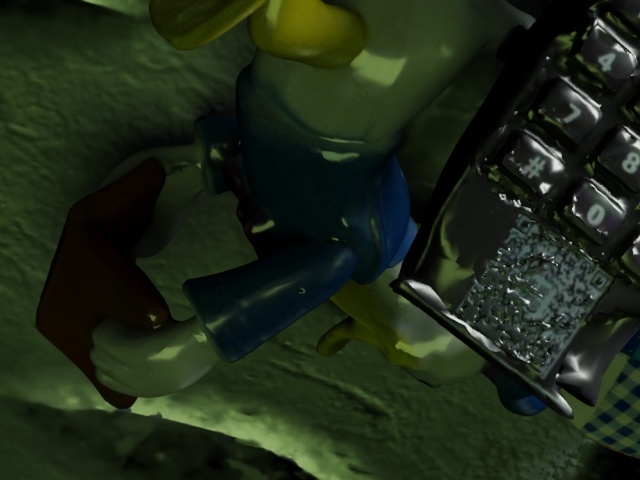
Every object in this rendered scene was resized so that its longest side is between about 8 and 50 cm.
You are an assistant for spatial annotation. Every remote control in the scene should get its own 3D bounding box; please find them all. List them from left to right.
[{"bbox_3d":[0.180,-0.114,0.844,0.144,0.062,0.399,36,86,-22],"label":"remote control"}]

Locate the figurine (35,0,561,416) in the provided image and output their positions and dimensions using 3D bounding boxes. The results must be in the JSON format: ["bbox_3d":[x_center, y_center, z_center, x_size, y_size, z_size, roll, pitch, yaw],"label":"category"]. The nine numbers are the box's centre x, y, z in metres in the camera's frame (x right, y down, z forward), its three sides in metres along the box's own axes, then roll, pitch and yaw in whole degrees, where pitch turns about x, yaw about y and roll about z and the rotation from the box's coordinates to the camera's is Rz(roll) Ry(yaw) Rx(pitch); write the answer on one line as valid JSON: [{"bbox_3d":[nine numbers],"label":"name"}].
[{"bbox_3d":[0.000,0.000,0.920,0.283,0.204,0.338,-39,121,17],"label":"figurine"}]

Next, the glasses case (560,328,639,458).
[{"bbox_3d":[0.220,-0.022,0.982,0.125,0.076,0.327,16,118,-9],"label":"glasses case"}]
